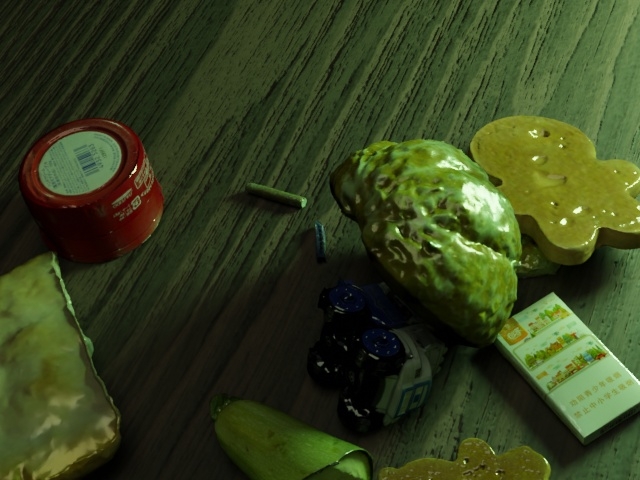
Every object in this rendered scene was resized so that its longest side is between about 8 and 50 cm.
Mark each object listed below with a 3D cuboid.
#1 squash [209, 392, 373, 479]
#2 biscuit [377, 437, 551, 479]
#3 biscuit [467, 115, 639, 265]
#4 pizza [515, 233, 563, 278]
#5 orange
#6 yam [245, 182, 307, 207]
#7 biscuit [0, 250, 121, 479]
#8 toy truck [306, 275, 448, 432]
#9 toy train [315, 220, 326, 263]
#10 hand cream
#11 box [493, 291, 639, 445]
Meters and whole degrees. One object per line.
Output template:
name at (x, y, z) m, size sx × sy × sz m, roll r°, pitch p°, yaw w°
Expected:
squash at (-0.079, 0.291, 1.533) m, size 0.287 × 0.137 × 0.137 m, roll 21°, pitch 58°, yaw 33°
biscuit at (0.189, 0.351, 1.472) m, size 0.248 × 0.035 × 0.184 m, roll -11°, pitch 49°, yaw 4°
biscuit at (0.369, -0.086, 1.767) m, size 0.275 × 0.052 × 0.355 m, roll -16°, pitch 41°, yaw -17°
pizza at (0.329, 0.010, 1.728) m, size 0.160 × 0.036 × 0.099 m, roll -5°, pitch 50°, yaw 8°
orange at (0.162, -0.025, 1.610) m, size 0.210 × 0.271 × 0.369 m, roll -46°, pitch 45°, yaw 15°
yam at (-0.078, -0.078, 1.897) m, size 0.116 × 0.021 × 0.021 m, roll 17°, pitch 56°, yaw 22°
biscuit at (-0.517, 0.249, 1.663) m, size 0.446 × 0.104 × 0.429 m, roll -29°, pitch 50°, yaw -16°
toy truck at (0.087, 0.155, 1.603) m, size 0.177 × 0.161 × 0.213 m, roll -12°, pitch 45°, yaw -30°
toy train at (0.000, 0.000, 1.818) m, size 0.017 × 0.017 × 0.083 m, roll -6°, pitch 50°, yaw 4°
hand cream at (-0.389, -0.088, 1.889) m, size 0.230 × 0.149 × 0.230 m, roll -4°, pitch 50°, yaw 5°
box at (0.353, 0.179, 1.585) m, size 0.122 × 0.032 × 0.220 m, roll -29°, pitch 52°, yaw -12°
